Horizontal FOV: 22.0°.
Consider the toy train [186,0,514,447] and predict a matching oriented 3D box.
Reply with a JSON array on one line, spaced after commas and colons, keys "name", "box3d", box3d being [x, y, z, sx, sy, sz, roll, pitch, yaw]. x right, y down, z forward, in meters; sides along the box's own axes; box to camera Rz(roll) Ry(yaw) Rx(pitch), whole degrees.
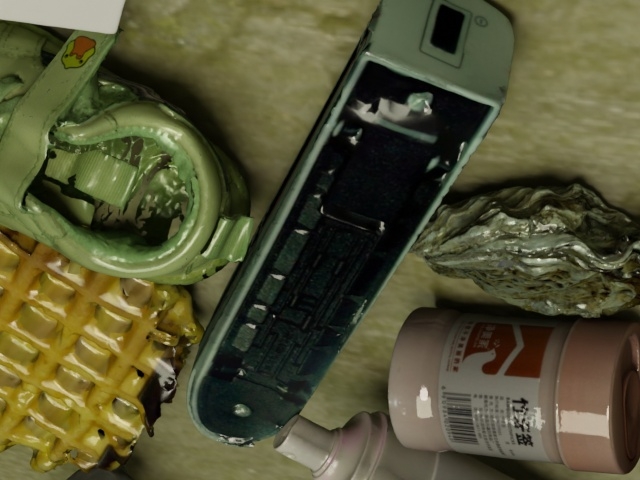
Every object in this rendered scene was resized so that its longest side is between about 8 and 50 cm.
[{"name": "toy train", "box3d": [0.000, 0.000, 1.048, 0.086, 0.088, 0.407, 20, 139, -9]}]

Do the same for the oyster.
[{"name": "oyster", "box3d": [0.138, 0.007, 1.010, 0.177, 0.064, 0.125, 14, 152, 1]}]

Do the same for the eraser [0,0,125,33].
[{"name": "eraser", "box3d": [-0.115, -0.241, 0.866, 0.078, 0.076, 0.298, 5, 142, -18]}]

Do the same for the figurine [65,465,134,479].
[{"name": "figurine", "box3d": [-0.099, 0.347, 1.413, 0.207, 0.166, 0.387, -38, 119, 0]}]

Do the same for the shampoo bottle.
[{"name": "shampoo bottle", "box3d": [0.104, 0.200, 1.156, 0.303, 0.092, 0.092, 30, 139, -15]}]

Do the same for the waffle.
[{"name": "waffle", "box3d": [-0.225, 0.072, 1.264, 0.307, 0.060, 0.311, 11, 135, 21]}]

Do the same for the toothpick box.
[{"name": "toothpick box", "box3d": [0.130, 0.096, 1.066, 0.149, 0.098, 0.098, 3, 132, 27]}]

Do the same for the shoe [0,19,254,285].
[{"name": "shoe", "box3d": [-0.159, -0.064, 1.044, 0.262, 0.140, 0.128, 29, 168, -8]}]
